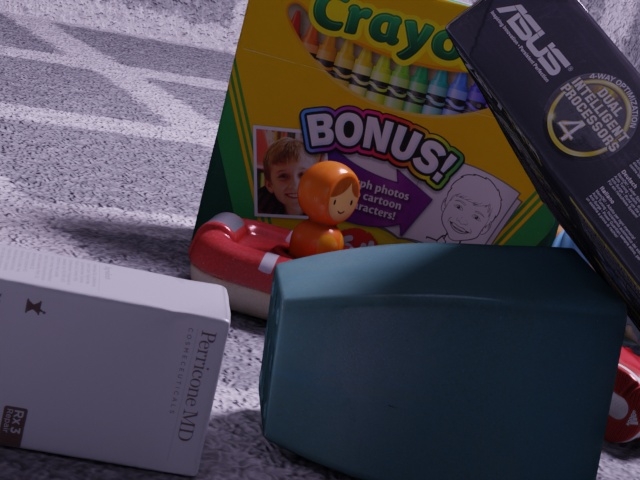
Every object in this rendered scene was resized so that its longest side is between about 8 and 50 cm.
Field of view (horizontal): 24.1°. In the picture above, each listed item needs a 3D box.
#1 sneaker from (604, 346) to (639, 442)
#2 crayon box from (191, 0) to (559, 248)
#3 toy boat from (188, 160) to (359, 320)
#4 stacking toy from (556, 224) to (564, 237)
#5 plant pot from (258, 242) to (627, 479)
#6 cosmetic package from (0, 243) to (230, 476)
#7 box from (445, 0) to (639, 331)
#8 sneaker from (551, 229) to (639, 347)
[{"bbox_3d":[0.256,0.120,1.363,0.128,0.087,0.221,15,22,-36],"label":"sneaker"},{"bbox_3d":[0.079,-0.101,1.545,0.363,0.313,0.106,17,13,12],"label":"crayon box"},{"bbox_3d":[0.000,0.000,1.398,0.231,0.151,0.151,15,13,6],"label":"toy boat"},{"bbox_3d":[0.232,-0.084,1.659,0.166,0.301,0.175,18,14,15],"label":"stacking toy"},{"bbox_3d":[0.077,0.090,1.099,0.234,0.165,0.166,7,14,-6],"label":"plant pot"},{"bbox_3d":[-0.182,0.072,0.988,0.231,0.117,0.085,10,14,-9],"label":"cosmetic package"},{"bbox_3d":[0.260,0.026,1.063,0.395,0.097,0.318,58,8,31],"label":"box"},{"bbox_3d":[0.337,0.088,1.442,0.127,0.208,0.319,-2,60,-41],"label":"sneaker"}]
